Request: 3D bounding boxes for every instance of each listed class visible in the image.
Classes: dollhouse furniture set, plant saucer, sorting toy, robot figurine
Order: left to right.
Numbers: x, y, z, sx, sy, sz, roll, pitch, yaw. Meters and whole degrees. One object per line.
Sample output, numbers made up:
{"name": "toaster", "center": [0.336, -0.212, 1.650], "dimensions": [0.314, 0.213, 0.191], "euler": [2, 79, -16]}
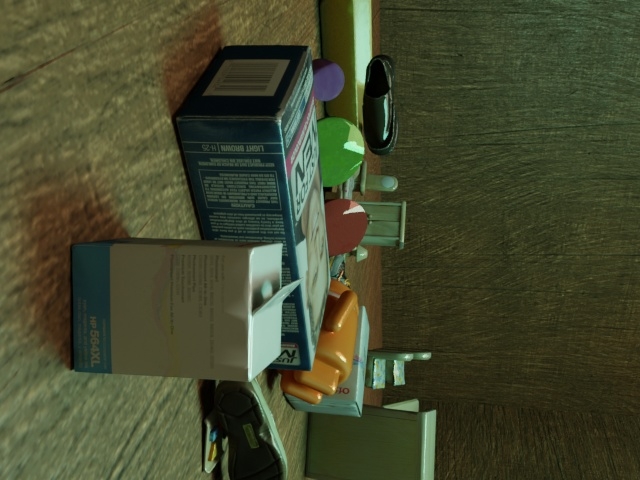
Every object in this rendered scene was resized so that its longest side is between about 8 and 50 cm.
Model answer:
{"name": "sorting toy", "center": [-0.115, 0.220, 0.733], "dimensions": [0.083, 0.012, 0.062], "euler": [-33, 124, -78]}
{"name": "robot figurine", "center": [-0.003, 0.149, 1.032], "dimensions": [0.158, 0.128, 0.219], "euler": [81, 14, -46]}
{"name": "sorting toy", "center": [0.001, -0.155, 1.176], "dimensions": [0.126, 0.127, 0.365], "euler": [-129, -151, -58]}
{"name": "plant saucer", "center": [0.061, -0.435, 1.426], "dimensions": [0.332, 0.081, 0.332], "euler": [-74, 163, -57]}
{"name": "dollhouse furniture set", "center": [0.119, -0.123, 1.496], "dimensions": [0.355, 0.174, 0.303], "euler": [80, 14, -65]}
{"name": "dollhouse furniture set", "center": [0.177, 0.436, 1.437], "dimensions": [0.394, 0.257, 0.362], "euler": [16, 76, -60]}

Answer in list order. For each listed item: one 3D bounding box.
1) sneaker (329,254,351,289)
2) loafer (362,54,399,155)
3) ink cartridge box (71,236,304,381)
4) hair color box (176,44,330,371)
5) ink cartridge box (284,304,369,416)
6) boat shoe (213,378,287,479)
{"name": "sneaker", "center": [0.047, 0.137, 1.466], "dimensions": [0.084, 0.083, 0.214], "euler": [14, 77, -79]}
{"name": "loafer", "center": [0.121, -0.294, 1.384], "dimensions": [0.078, 0.080, 0.220], "euler": [-14, 101, -70]}
{"name": "ink cartridge box", "center": [-0.088, 0.045, 0.459], "dimensions": [0.092, 0.143, 0.089], "euler": [-15, 107, -80]}
{"name": "hair color box", "center": [-0.058, -0.028, 0.742], "dimensions": [0.173, 0.105, 0.347], "euler": [-76, 165, -49]}
{"name": "ink cartridge box", "center": [0.016, 0.218, 1.161], "dimensions": [0.127, 0.128, 0.176], "euler": [75, 21, -61]}
{"name": "boat shoe", "center": [-0.076, 0.221, 0.742], "dimensions": [0.072, 0.068, 0.190], "euler": [-96, 180, -65]}
